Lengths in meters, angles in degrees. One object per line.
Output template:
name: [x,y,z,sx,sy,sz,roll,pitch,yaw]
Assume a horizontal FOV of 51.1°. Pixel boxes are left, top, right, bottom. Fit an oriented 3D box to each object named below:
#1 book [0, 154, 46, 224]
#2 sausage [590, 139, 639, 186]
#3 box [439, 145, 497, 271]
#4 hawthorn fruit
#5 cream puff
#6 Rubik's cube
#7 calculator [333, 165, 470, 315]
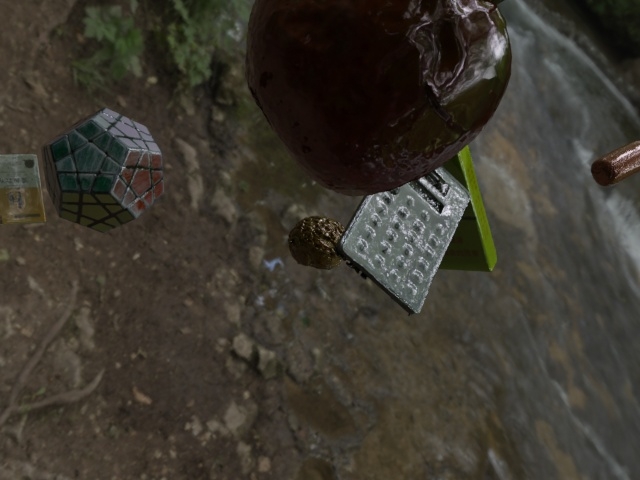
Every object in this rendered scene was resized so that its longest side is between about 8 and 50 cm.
book: [-0.709,-0.119,1.551,0.118,0.012,0.172,-6,76,-33]
sausage: [0.613,-0.158,1.353,0.154,0.062,0.062,-24,71,-26]
box: [0.180,-0.087,1.157,0.047,0.187,0.335,-53,132,-38]
hawthorn fruit: [0.073,-0.172,0.580,0.210,0.266,0.230,35,32,-66]
cream puff: [0.000,0.000,1.512,0.144,0.103,0.126,20,45,6]
Rubik's cube: [-0.559,-0.180,1.725,0.264,0.319,0.319,-14,63,-31]
calculator: [0.131,-0.032,0.987,0.161,0.021,0.261,40,55,-15]
